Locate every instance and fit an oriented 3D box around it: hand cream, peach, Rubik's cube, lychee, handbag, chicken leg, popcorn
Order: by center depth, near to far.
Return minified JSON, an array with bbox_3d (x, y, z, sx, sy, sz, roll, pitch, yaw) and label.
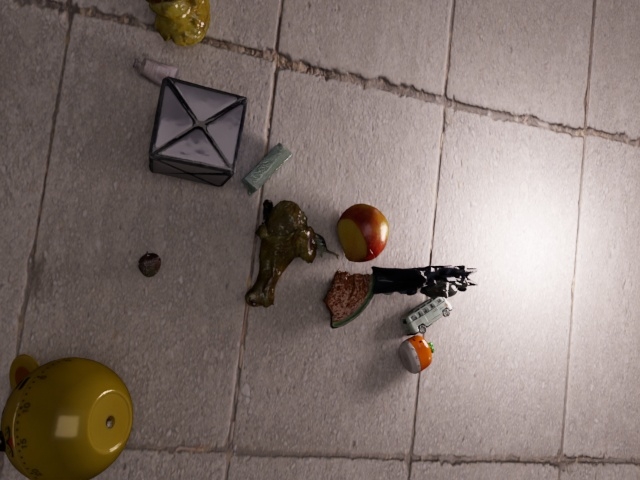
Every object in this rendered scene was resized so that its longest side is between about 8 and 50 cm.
[{"bbox_3d":[-0.384,-0.327,1.745,0.254,0.260,0.260,10,82,-18],"label":"Rubik's cube"},{"bbox_3d":[-0.534,0.074,1.775,0.067,0.068,0.084,7,105,11],"label":"lychee"},{"bbox_3d":[-0.438,-0.730,1.777,0.200,0.203,0.226,35,96,-3],"label":"popcorn"},{"bbox_3d":[-0.530,-0.541,1.823,0.142,0.053,0.084,18,82,-32],"label":"hand cream"},{"bbox_3d":[-0.121,0.048,1.880,0.211,0.140,0.362,10,95,3],"label":"chicken leg"},{"bbox_3d":[0.363,0.137,1.919,0.325,0.269,0.119,-1,87,-37],"label":"handbag"},{"bbox_3d":[0.141,-0.023,1.938,0.190,0.190,0.193,34,78,-13],"label":"peach"}]

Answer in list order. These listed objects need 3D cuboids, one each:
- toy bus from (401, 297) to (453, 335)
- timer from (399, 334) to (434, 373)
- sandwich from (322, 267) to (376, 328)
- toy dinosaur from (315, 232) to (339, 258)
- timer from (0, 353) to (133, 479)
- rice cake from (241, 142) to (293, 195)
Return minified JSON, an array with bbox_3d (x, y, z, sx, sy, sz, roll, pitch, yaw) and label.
[{"bbox_3d":[0.385,0.268,2.053,0.193,0.087,0.089,-30,87,-16],"label":"toy bus"},{"bbox_3d":[0.353,0.401,2.026,0.136,0.099,0.136,-7,110,-19],"label":"timer"},{"bbox_3d":[0.093,0.202,1.971,0.159,0.079,0.235,26,76,-5],"label":"sandwich"},{"bbox_3d":[-0.007,0.011,1.965,0.180,0.037,0.058,51,51,-16],"label":"toy dinosaur"},{"bbox_3d":[-0.730,0.502,1.576,0.386,0.376,0.377,-7,89,25],"label":"timer"},{"bbox_3d":[-0.182,-0.244,1.905,0.206,0.063,0.069,-45,99,-15],"label":"rice cake"}]
